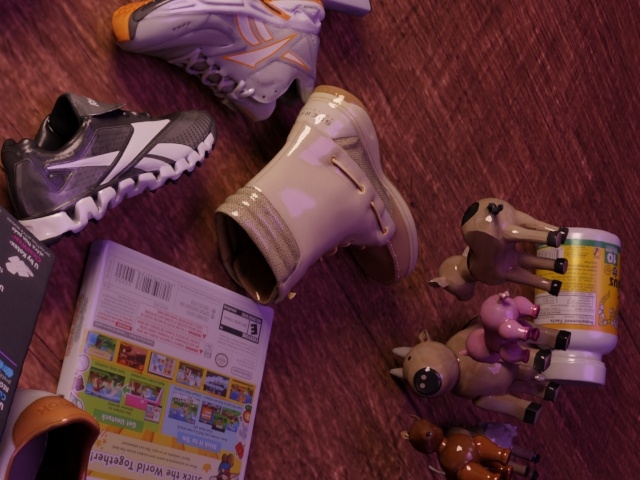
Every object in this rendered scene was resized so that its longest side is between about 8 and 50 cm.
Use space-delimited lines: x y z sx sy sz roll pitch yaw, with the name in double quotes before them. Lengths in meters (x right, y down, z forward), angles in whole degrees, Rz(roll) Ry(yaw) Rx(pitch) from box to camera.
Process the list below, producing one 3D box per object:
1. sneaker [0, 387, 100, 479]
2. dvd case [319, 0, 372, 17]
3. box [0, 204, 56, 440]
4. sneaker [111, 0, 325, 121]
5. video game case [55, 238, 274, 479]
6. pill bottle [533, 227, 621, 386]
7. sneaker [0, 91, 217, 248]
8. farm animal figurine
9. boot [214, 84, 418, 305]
"sneaker" -0.221 0.241 0.720 0.106 0.123 0.290 27 68 -48
"dvd case" -0.049 -0.334 1.113 0.253 0.022 0.181 0 74 -49
"box" -0.290 0.087 0.650 0.143 0.165 0.270 49 28 -35
"sneaker" -0.084 -0.173 1.036 0.262 0.099 0.121 -10 99 -48
"video game case" -0.140 0.131 0.993 0.227 0.026 0.206 27 66 -46
"pill bottle" 0.356 0.095 1.509 0.117 0.117 0.209 19 72 -47
"sneaker" -0.178 -0.085 0.927 0.234 0.078 0.106 -36 116 -43
"farm animal figurine" 0.182 0.125 1.265 0.326 0.172 0.331 22 84 -66
"boot" 0.000 0.000 1.119 0.203 0.095 0.262 -52 140 -28
